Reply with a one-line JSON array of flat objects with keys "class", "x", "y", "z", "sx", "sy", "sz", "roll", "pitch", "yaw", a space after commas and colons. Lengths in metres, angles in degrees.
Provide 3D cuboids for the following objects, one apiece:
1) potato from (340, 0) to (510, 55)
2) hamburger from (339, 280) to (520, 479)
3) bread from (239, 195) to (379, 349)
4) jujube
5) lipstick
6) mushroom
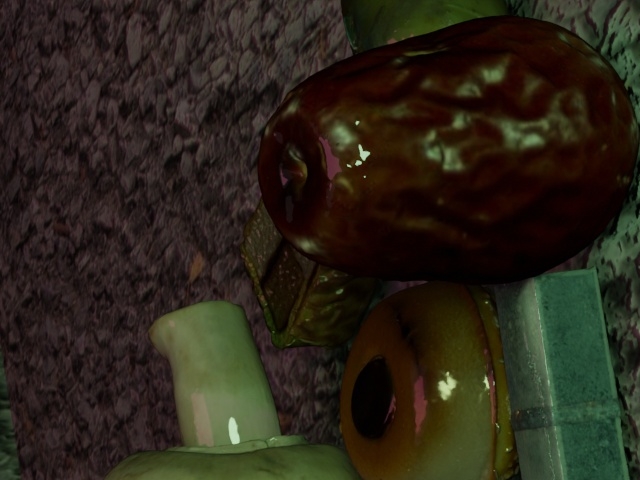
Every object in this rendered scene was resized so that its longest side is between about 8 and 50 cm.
[{"class": "potato", "x": 0.090, "y": -0.201, "z": 1.698, "sx": 0.169, "sy": 0.143, "sz": 0.248, "roll": -53, "pitch": 46, "yaw": 44}, {"class": "hamburger", "x": 0.110, "y": 0.140, "z": 1.695, "sx": 0.237, "sy": 0.147, "sz": 0.236, "roll": -176, "pitch": 90, "yaw": -65}, {"class": "bread", "x": 0.000, "y": 0.000, "z": 1.959, "sx": 0.181, "sy": 0.096, "sz": 0.222, "roll": 64, "pitch": 144, "yaw": 36}, {"class": "jujube", "x": 0.107, "y": -0.068, "z": 1.483, "sx": 0.223, "sy": 0.318, "sz": 0.223, "roll": 15, "pitch": 108, "yaw": 54}, {"class": "lipstick", "x": 0.211, "y": 0.172, "z": 1.569, "sx": 0.076, "sy": 0.077, "sz": 0.289, "roll": -23, "pitch": 73, "yaw": 61}, {"class": "mushroom", "x": -0.103, "y": 0.276, "z": 1.932, "sx": 0.356, "sy": 0.315, "sz": 0.315, "roll": 38, "pitch": 129, "yaw": 35}]
